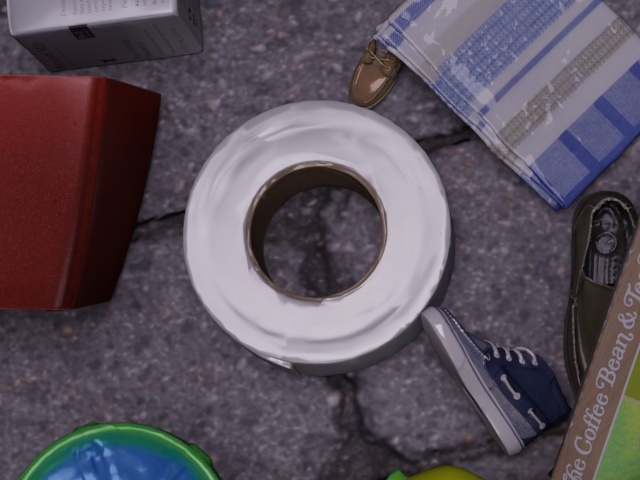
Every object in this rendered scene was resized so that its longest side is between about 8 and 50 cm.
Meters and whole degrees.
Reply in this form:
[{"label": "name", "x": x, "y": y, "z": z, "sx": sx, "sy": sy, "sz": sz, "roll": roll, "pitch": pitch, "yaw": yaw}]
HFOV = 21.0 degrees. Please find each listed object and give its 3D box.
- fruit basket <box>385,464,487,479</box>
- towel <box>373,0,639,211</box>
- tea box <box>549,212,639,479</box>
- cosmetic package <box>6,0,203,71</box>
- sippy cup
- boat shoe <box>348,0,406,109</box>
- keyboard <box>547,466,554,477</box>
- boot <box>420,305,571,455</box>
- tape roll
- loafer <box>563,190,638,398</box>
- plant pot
[{"label": "fruit basket", "x": 0.206, "y": 0.354, "z": 1.505, "sx": 0.392, "sy": 0.392, "sz": 0.283, "roll": 1, "pitch": 51, "yaw": 7}, {"label": "towel", "x": 0.224, "y": -0.194, "z": 1.851, "sx": 0.285, "sy": 0.034, "sz": 0.209, "roll": 45, "pitch": 82, "yaw": 3}, {"label": "tea box", "x": 0.418, "y": 0.125, "z": 1.597, "sx": 0.324, "sy": 0.220, "sz": 0.329, "roll": 19, "pitch": 104, "yaw": 13}, {"label": "cosmetic package", "x": -0.236, "y": -0.285, "z": 1.886, "sx": 0.184, "sy": 0.151, "sz": 0.151, "roll": -7, "pitch": 79, "yaw": 7}, {"label": "sippy cup", "x": -0.179, "y": 0.306, "z": 1.726, "sx": 0.240, "sy": 0.224, "sz": 0.305, "roll": -43, "pitch": 77, "yaw": -1}, {"label": "boat shoe", "x": 0.070, "y": -0.207, "z": 1.886, "sx": 0.050, "sy": 0.045, "sz": 0.135, "roll": 27, "pitch": 83, "yaw": 12}, {"label": "keyboard", "x": 0.311, "y": 0.293, "z": 1.770, "sx": 0.108, "sy": 0.023, "sz": 0.180, "roll": -40, "pitch": 76, "yaw": -1}, {"label": "boot", "x": 0.180, "y": 0.126, "z": 1.771, "sx": 0.086, "sy": 0.069, "sz": 0.190, "roll": -36, "pitch": 113, "yaw": -6}, {"label": "tape roll", "x": 0.000, "y": 0.000, "z": 1.827, "sx": 0.286, "sy": 0.100, "sz": 0.286, "roll": -1, "pitch": 79, "yaw": 6}, {"label": "loafer", "x": 0.296, "y": 0.066, "z": 1.782, "sx": 0.094, "sy": 0.087, "sz": 0.251, "roll": -5, "pitch": 79, "yaw": 6}, {"label": "plant pot", "x": -0.325, "y": -0.048, "z": 1.808, "sx": 0.267, "sy": 0.267, "sz": 0.235, "roll": 1, "pitch": 91, "yaw": 7}]
